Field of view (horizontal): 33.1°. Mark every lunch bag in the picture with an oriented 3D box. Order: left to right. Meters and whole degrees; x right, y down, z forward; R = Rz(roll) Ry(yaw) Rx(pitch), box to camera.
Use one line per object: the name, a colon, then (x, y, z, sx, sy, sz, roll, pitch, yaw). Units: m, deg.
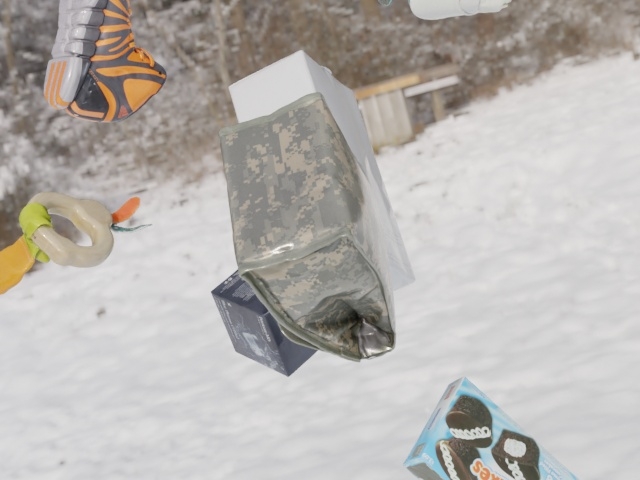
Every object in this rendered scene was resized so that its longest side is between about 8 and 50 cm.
lunch bag: (0.000, 0.000, 1.356, 0.169, 0.235, 0.287, -20, -37, 12)

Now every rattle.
rattle: (-0.334, 0.010, 1.459, 0.130, 0.142, 0.200, 28, 20, 14)

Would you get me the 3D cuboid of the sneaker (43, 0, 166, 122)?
sneaker: (-0.343, -0.352, 1.815, 0.180, 0.321, 0.125, 16, -1, -39)

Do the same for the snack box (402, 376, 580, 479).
snack box: (0.308, 0.407, 1.827, 0.187, 0.322, 0.060, -54, 10, -36)

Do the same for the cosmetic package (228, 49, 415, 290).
cosmetic package: (0.003, -0.094, 1.782, 0.156, 0.385, 0.217, -26, -24, 19)

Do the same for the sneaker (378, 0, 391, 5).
sneaker: (0.176, -0.519, 2.143, 0.166, 0.076, 0.065, -21, 23, -8)

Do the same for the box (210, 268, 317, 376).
box: (-0.102, 0.148, 2.000, 0.158, 0.156, 0.093, 18, 48, 43)

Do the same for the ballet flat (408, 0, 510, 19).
ballet flat: (0.344, -0.497, 2.029, 0.400, 0.139, 0.139, -25, 7, -34)
